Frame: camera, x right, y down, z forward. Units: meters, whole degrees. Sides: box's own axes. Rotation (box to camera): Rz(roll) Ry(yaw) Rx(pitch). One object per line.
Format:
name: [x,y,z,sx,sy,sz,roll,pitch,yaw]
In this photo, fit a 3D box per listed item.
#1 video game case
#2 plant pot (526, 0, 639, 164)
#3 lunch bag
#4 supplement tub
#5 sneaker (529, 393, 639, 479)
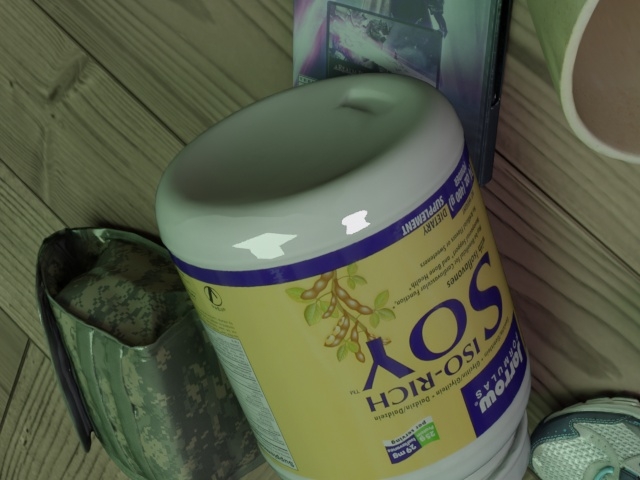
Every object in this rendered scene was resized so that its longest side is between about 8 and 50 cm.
video game case: [0.061,-0.193,0.867,0.196,0.026,0.274,22,129,30]
plant pot: [0.192,-0.224,0.569,0.256,0.256,0.274,-57,43,45]
lunch bag: [-0.206,0.130,1.202,0.287,0.169,0.235,20,131,41]
supplement tub: [0.033,0.059,0.873,0.241,0.241,0.331,5,128,39]
sneaker: [0.284,0.215,0.853,0.283,0.122,0.110,17,125,33]
